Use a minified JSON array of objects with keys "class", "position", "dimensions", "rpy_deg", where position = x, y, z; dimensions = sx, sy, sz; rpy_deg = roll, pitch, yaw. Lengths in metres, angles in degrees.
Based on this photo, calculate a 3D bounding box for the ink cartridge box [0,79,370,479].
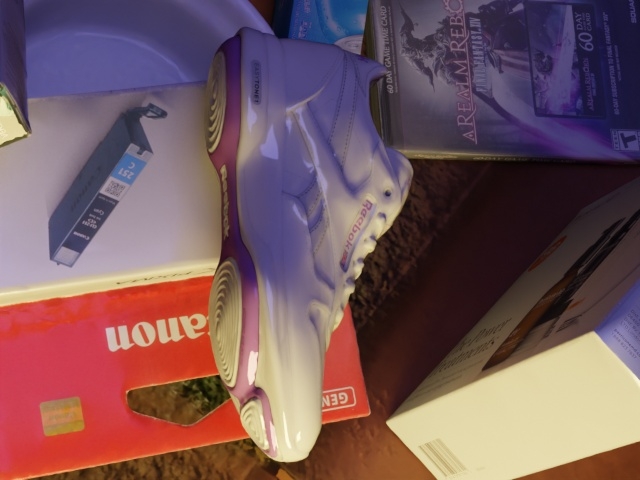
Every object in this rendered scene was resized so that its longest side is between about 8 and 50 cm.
[{"class":"ink cartridge box","position":[-0.107,0.020,1.310],"dimensions":[0.296,0.066,0.261],"rpy_deg":[-9,82,-23]}]

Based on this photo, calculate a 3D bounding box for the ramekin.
[{"class":"ramekin","position":[-0.166,-0.084,1.428],"dimensions":[0.277,0.135,0.277],"rpy_deg":[5,73,-17]}]

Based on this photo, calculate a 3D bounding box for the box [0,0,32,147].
[{"class":"box","position":[-0.360,-0.096,1.262],"dimensions":[0.322,0.232,0.058],"rpy_deg":[-22,127,5]}]

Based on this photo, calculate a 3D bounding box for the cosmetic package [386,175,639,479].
[{"class":"cosmetic package","position":[0.234,0.047,1.399],"dimensions":[0.284,0.377,0.097],"rpy_deg":[-43,92,-25]}]

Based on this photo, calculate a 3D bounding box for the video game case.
[{"class":"video game case","position":[0.172,-0.166,1.631],"dimensions":[0.274,0.026,0.196],"rpy_deg":[1,75,-20]}]

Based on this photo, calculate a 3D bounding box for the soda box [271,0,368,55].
[{"class":"soda box","position":[0.004,-0.225,1.562],"dimensions":[0.067,0.071,0.210],"rpy_deg":[13,71,-15]}]

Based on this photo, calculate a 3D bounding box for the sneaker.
[{"class":"sneaker","position":[0.000,0.000,1.257],"dimensions":[0.152,0.114,0.305],"rpy_deg":[3,78,-20]}]
